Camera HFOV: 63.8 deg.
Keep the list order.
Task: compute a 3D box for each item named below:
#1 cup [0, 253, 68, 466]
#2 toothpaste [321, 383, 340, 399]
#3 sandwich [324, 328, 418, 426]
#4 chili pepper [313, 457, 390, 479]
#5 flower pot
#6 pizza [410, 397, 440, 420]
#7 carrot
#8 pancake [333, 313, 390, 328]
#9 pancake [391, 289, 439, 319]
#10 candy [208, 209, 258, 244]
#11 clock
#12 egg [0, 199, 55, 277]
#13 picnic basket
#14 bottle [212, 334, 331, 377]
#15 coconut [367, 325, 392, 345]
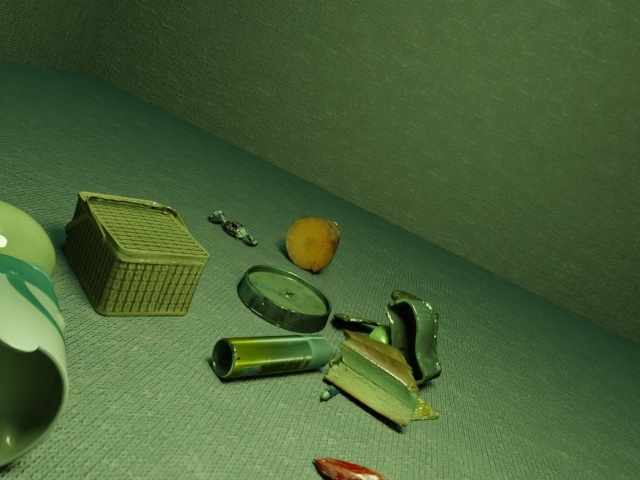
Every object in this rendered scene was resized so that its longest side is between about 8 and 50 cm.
[{"bbox_3d":[-0.491,0.155,0.675,0.290,0.219,0.257,-18,34,-19],"label":"cup"},{"bbox_3d":[0.021,0.338,1.149,0.027,0.019,0.083,30,9,20],"label":"toothpaste"},{"bbox_3d":[0.112,0.311,1.196,0.186,0.108,0.220,21,12,-16],"label":"sandwich"},{"bbox_3d":[0.072,0.426,0.900,0.191,0.050,0.059,18,16,18],"label":"chili pepper"},{"bbox_3d":[0.253,0.271,1.383,0.103,0.229,0.108,-15,-14,39],"label":"flower pot"},{"bbox_3d":[0.230,0.405,1.241,0.123,0.026,0.108,30,19,13],"label":"pizza"},{"bbox_3d":[0.000,0.000,1.884,0.196,0.196,0.254,29,14,12],"label":"carrot"},{"bbox_3d":[0.126,0.236,1.496,0.184,0.020,0.190,9,-7,32],"label":"pancake"},{"bbox_3d":[0.357,0.243,1.933,0.199,0.021,0.199,23,16,-7],"label":"pancake"},{"bbox_3d":[-0.303,-0.048,1.813,0.226,0.051,0.094,34,16,29],"label":"candy"},{"bbox_3d":[-0.098,0.160,1.464,0.280,0.055,0.280,24,16,-7],"label":"clock"},{"bbox_3d":[-0.590,0.030,0.854,0.269,0.219,0.219,12,21,-30],"label":"egg"},{"bbox_3d":[-0.436,0.016,1.198,0.228,0.175,0.313,7,24,-45],"label":"picnic basket"},{"bbox_3d":[-0.098,0.251,1.135,0.286,0.082,0.082,9,23,-45],"label":"bottle"},{"bbox_3d":[0.177,0.282,1.442,0.088,0.088,0.096,34,46,27],"label":"coconut"}]
